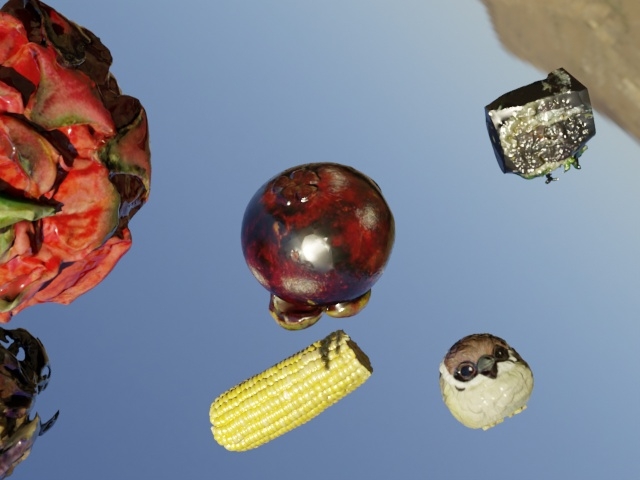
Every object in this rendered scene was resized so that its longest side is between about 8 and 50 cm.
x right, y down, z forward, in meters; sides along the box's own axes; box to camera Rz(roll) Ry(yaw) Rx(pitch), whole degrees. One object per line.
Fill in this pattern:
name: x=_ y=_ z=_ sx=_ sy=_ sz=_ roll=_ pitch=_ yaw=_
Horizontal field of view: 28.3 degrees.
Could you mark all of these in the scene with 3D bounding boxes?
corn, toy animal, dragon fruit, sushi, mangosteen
corn: x=-0.042 y=0.211 z=1.755 sx=0.093 sy=0.244 sz=0.093 roll=52 pitch=-161 yaw=-26
toy animal: x=0.163 y=0.142 z=1.304 sx=0.098 sy=0.098 sz=0.137 roll=42 pitch=170 yaw=2
dragon fruit: x=-0.230 y=-0.071 z=0.884 sx=0.234 sy=0.234 sz=0.293 roll=33 pitch=-166 yaw=-29
sushi: x=0.195 y=-0.093 z=1.122 sx=0.056 sy=0.083 sz=0.085 roll=-119 pitch=9 yaw=-61
mangosteen: x=0.000 y=0.000 z=1.600 sx=0.210 sy=0.210 sz=0.210 roll=38 pitch=-164 yaw=-13

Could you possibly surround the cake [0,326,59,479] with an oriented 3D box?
cake: x=-0.477 y=0.176 z=1.545 sx=0.321 sy=0.332 sz=0.332 roll=24 pitch=-163 yaw=-2
